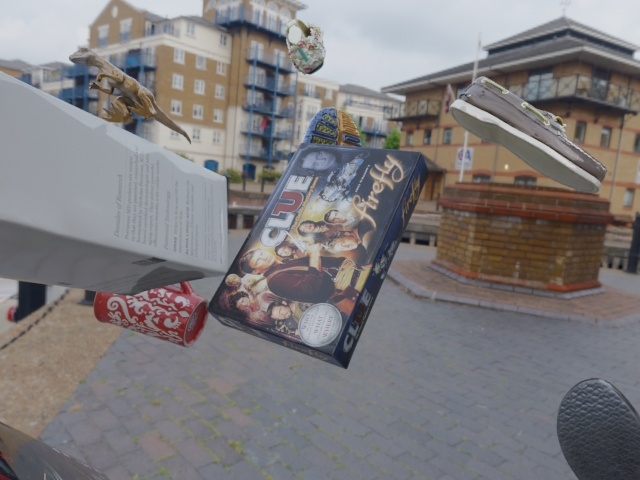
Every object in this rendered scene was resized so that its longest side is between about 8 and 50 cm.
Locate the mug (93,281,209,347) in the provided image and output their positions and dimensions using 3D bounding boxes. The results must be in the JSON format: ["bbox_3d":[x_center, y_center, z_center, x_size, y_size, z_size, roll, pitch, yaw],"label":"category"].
[{"bbox_3d":[-0.293,0.106,0.864,0.170,0.150,0.113,18,32,10],"label":"mug"}]

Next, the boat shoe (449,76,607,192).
[{"bbox_3d":[0.409,-0.210,0.946,0.324,0.096,0.116,39,1,26],"label":"boat shoe"}]

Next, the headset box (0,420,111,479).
[{"bbox_3d":[-0.194,0.244,0.338,0.294,0.110,0.218,14,-32,41],"label":"headset box"}]

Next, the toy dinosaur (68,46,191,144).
[{"bbox_3d":[-0.257,-0.200,0.709,0.211,0.064,0.112,42,25,-32],"label":"toy dinosaur"}]

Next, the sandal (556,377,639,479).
[{"bbox_3d":[0.370,0.289,0.603,0.097,0.254,0.054,-24,-2,29],"label":"sandal"}]

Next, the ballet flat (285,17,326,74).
[{"bbox_3d":[-0.038,-0.430,1.042,0.077,0.091,0.240,46,16,-34],"label":"ballet flat"}]

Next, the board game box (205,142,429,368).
[{"bbox_3d":[0.000,0.000,0.542,0.165,0.243,0.042,11,-27,32],"label":"board game box"}]

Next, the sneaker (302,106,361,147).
[{"bbox_3d":[-0.007,-0.087,0.856,0.112,0.296,0.131,13,-17,-22],"label":"sneaker"}]

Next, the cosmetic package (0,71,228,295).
[{"bbox_3d":[-0.312,-0.042,0.576,0.218,0.156,0.385,-14,-18,30],"label":"cosmetic package"}]
